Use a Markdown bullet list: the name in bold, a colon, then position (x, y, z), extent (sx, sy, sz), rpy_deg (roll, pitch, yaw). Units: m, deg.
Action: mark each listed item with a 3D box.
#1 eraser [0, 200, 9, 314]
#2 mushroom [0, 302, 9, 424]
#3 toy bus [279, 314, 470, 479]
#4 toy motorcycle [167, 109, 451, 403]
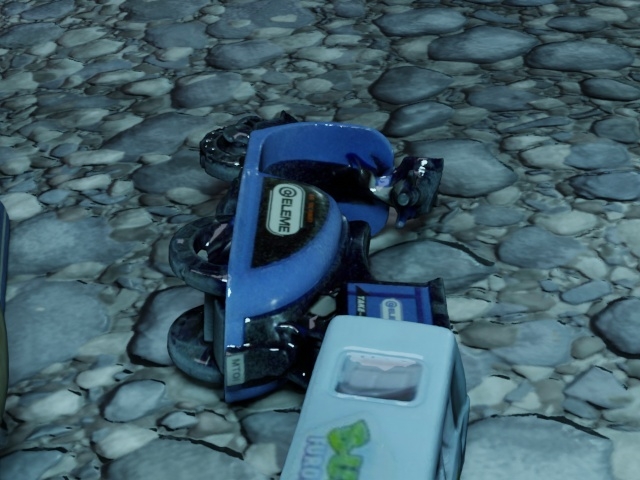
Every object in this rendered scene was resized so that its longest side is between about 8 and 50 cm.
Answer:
- **eraser**: position (-0.302, 0.029, 0.920), extent (0.082, 0.036, 0.225), rpy_deg (-11, 32, -6)
- **mushroom**: position (-0.345, 0.075, 0.645), extent (0.290, 0.297, 0.297), rpy_deg (-10, 23, 39)
- **toy bus**: position (0.012, 0.173, 0.549), extent (0.109, 0.136, 0.329), rpy_deg (4, 34, 10)
- **toy motorcycle**: position (0.000, 0.000, 0.857), extent (0.213, 0.125, 0.358), rpy_deg (4, 34, -2)
